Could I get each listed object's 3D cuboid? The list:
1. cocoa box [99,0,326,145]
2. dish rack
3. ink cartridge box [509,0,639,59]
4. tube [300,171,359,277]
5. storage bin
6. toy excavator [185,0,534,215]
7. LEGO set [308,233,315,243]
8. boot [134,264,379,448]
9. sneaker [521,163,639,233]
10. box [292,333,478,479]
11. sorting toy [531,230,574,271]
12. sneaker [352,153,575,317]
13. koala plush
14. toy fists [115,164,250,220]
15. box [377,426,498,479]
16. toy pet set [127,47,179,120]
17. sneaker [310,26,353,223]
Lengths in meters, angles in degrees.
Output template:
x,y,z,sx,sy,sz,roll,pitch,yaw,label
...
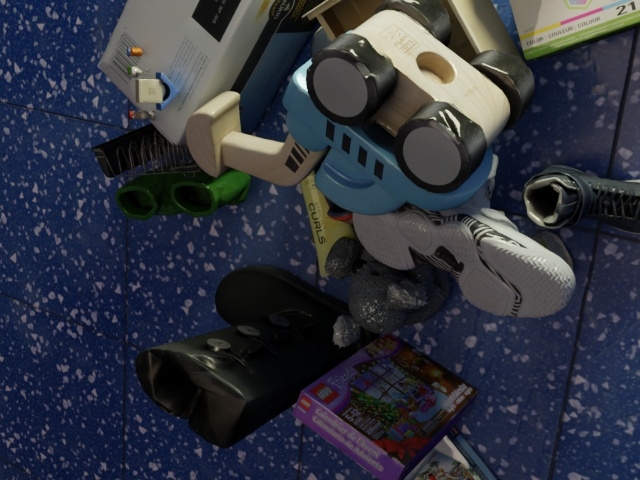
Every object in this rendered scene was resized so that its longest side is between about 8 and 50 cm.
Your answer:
x,y,z,sx,sy,sz,roll,pitch,yaw,label
-0.180,-0.376,1.419,0.231,0.228,0.347,45,122,16,cocoa box
-0.274,-0.178,1.550,0.271,0.208,0.074,1,114,32,dish rack
0.358,-0.409,1.149,0.188,0.097,0.255,-14,95,35,ink cartridge box
0.011,-0.058,1.480,0.070,0.062,0.240,-11,98,48,tube
0.141,-0.296,1.235,0.260,0.123,0.262,-19,111,43,storage bin
0.017,-0.155,1.192,0.433,0.222,0.445,39,139,5,toy excavator
0.002,0.000,1.520,0.054,0.023,0.083,-37,81,33,LEGO set
-0.155,0.179,1.410,0.367,0.445,0.146,14,109,29,boot
0.405,-0.049,1.170,0.226,0.163,0.086,16,108,27,sneaker
0.116,0.271,1.352,0.201,0.293,0.057,32,119,22,box
0.357,0.032,1.295,0.075,0.045,0.083,-31,85,41,sorting toy
0.237,-0.026,1.175,0.365,0.210,0.137,21,139,43,sneaker
0.112,0.083,1.333,0.196,0.221,0.203,-31,99,25,koala plush
-0.265,-0.099,1.599,0.279,0.142,0.096,-3,117,33,toy fists
0.211,0.467,1.491,0.159,0.044,0.233,51,123,12,box
-0.281,-0.261,1.353,0.114,0.065,0.122,-153,62,-64,toy pet set
0.036,-0.197,1.375,0.131,0.148,0.350,-10,96,34,sneaker
